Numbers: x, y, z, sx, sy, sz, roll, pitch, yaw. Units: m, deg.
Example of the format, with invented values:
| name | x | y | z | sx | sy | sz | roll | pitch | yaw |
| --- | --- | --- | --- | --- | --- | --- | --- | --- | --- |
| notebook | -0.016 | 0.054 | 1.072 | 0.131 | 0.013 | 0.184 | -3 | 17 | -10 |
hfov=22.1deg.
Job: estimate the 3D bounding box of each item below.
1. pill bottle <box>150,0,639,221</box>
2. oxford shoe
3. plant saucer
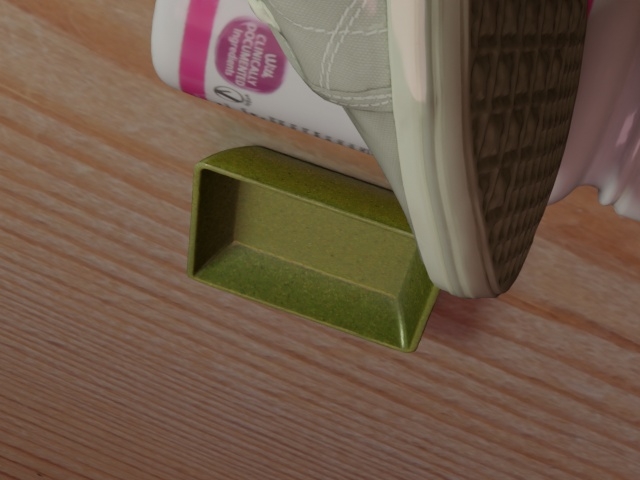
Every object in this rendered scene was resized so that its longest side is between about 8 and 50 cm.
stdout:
| name | x | y | z | sx | sy | sz | roll | pitch | yaw |
| --- | --- | --- | --- | --- | --- | --- | --- | --- | --- |
| pill bottle | 0.072 | -0.111 | 0.820 | 0.283 | 0.160 | 0.160 | 18 | 153 | 3 |
| oxford shoe | 0.012 | -0.151 | 0.595 | 0.130 | 0.169 | 0.449 | 5 | 142 | 24 |
| plant saucer | 0.000 | 0.000 | 1.197 | 0.188 | 0.045 | 0.188 | 19 | 153 | 3 |
